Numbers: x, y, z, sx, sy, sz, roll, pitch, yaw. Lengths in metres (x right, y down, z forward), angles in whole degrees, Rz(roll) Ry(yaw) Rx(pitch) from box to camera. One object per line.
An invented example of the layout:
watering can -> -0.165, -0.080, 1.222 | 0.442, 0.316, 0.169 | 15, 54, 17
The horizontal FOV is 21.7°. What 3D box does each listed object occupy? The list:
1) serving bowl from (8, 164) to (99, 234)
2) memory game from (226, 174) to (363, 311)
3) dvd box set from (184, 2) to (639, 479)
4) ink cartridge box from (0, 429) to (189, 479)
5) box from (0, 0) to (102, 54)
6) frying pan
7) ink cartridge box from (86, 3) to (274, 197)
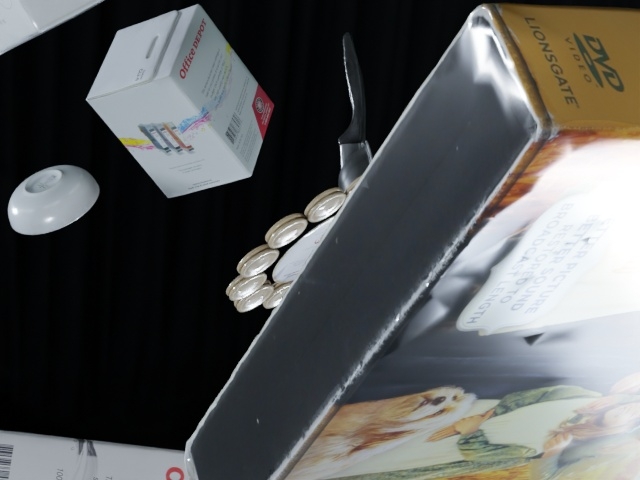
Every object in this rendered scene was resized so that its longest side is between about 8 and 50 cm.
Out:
serving bowl -> -0.236, -0.041, 1.455 | 0.083, 0.027, 0.083 | -14, -147, 10
memory game -> 0.000, 0.000, 1.401 | 0.186, 0.186, 0.012 | -18, -115, -43
dvd box set -> 0.182, 0.024, 0.745 | 0.420, 0.308, 0.062 | -2, -125, -31
ink cartridge box -> -0.245, 0.280, 1.465 | 0.272, 0.115, 0.198 | 8, -125, -7
box -> -0.241, -0.243, 1.291 | 0.091, 0.170, 0.130 | -33, -168, -25
frying pan -> 0.041, -0.062, 1.655 | 0.053, 0.326, 0.197 | -13, 175, 0
ink cartridge box -> -0.162, -0.163, 1.965 | 0.127, 0.176, 0.128 | -12, -138, 30
